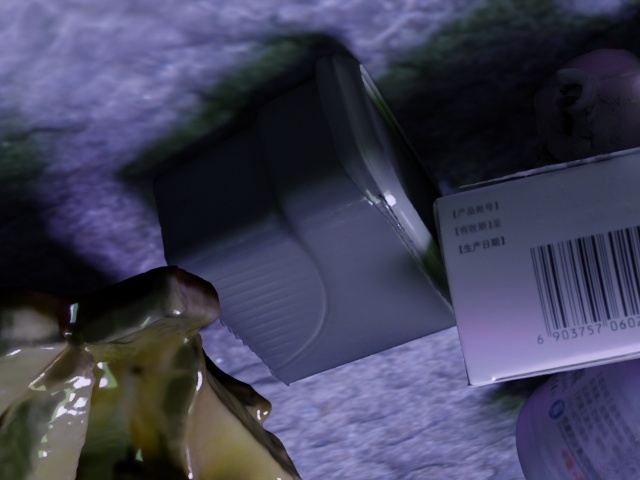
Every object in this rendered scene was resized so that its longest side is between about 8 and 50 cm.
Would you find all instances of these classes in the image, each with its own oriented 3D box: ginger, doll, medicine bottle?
[{"bbox_3d":[-0.196,0.170,1.058,0.414,0.211,0.358,-4,161,-14],"label":"ginger"},{"bbox_3d":[0.248,-0.105,1.159,0.192,0.095,0.149,-18,160,-5],"label":"doll"},{"bbox_3d":[0.376,0.178,1.506,0.241,0.241,0.302,14,131,-44],"label":"medicine bottle"}]

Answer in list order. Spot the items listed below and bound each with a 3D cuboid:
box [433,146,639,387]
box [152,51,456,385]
[{"bbox_3d":[0.226,0.023,1.156,0.173,0.145,0.333,-11,174,22],"label":"box"},{"bbox_3d":[0.000,0.000,1.118,0.178,0.138,0.274,-24,145,11],"label":"box"}]
